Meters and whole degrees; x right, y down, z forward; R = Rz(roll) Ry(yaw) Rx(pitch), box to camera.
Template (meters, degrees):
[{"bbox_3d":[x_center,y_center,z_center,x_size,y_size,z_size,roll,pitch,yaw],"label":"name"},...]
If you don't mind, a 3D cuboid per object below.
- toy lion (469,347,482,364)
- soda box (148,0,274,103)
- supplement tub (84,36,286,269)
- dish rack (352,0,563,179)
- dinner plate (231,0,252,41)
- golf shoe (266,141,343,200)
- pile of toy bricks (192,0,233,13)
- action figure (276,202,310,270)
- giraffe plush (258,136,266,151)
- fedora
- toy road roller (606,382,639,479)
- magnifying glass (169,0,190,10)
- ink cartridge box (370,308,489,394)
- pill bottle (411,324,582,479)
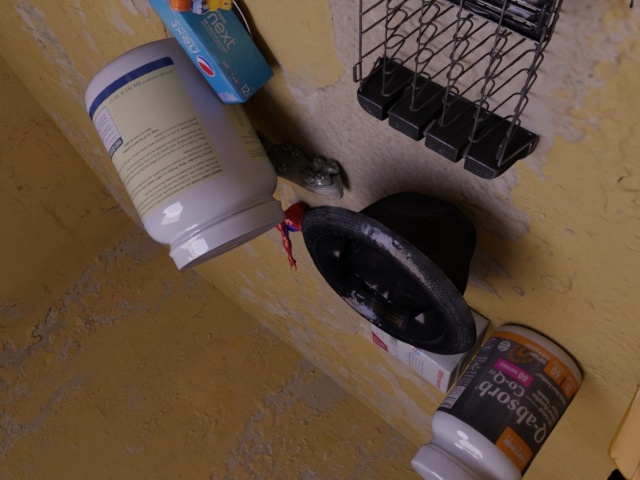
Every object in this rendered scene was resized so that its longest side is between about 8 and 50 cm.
[{"bbox_3d":[0.290,0.220,1.130,0.100,0.034,0.096,52,153,-23],"label":"toy lion"},{"bbox_3d":[-0.161,-0.300,0.797,0.067,0.071,0.210,16,148,54],"label":"soda box"},{"bbox_3d":[-0.216,-0.138,0.936,0.324,0.235,0.235,64,161,1],"label":"supplement tub"},{"bbox_3d":[0.122,-0.186,0.530,0.208,0.074,0.271,34,158,21],"label":"dish rack"},{"bbox_3d":[-0.150,-0.336,0.833,0.141,0.017,0.141,39,162,15],"label":"dinner plate"},{"bbox_3d":[-0.032,-0.116,1.002,0.176,0.069,0.086,31,164,36],"label":"golf shoe"},{"bbox_3d":[-0.076,-0.327,0.608,0.105,0.118,0.212,7,154,-13],"label":"pile of toy bricks"},{"bbox_3d":[0.000,0.000,1.132,0.280,0.091,0.139,19,137,51],"label":"action figure"},{"bbox_3d":[-0.183,-0.124,1.160,0.170,0.210,0.181,26,-137,-71],"label":"giraffe plush"},{"bbox_3d":[0.124,0.022,0.840,0.334,0.152,0.334,38,160,16],"label":"fedora"},{"bbox_3d":[0.476,0.263,0.661,0.202,0.241,0.329,29,119,37],"label":"toy road roller"},{"bbox_3d":[-0.139,-0.356,0.569,0.092,0.026,0.231,-127,38,-47],"label":"magnifying glass"},{"bbox_3d":[0.201,0.172,1.047,0.176,0.127,0.128,35,159,24],"label":"ink cartridge box"},{"bbox_3d":[0.280,0.286,0.901,0.162,0.278,0.162,37,161,15],"label":"pill bottle"}]
